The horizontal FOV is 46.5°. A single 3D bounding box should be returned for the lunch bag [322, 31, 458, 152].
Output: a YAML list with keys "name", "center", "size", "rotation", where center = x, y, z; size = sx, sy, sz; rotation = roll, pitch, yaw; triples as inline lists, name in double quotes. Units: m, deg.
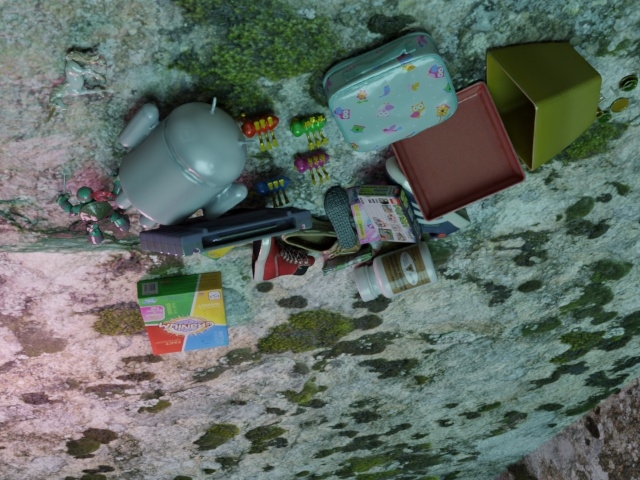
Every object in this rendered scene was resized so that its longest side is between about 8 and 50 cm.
- name: "lunch bag"
  center: [0.157, -0.333, 1.651]
  size: [0.279, 0.108, 0.224]
  rotation: [-22, 138, 11]

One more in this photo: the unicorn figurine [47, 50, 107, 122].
- name: "unicorn figurine"
  center: [-0.500, -0.323, 1.531]
  size: [0.111, 0.060, 0.162]
  rotation: [3, 124, -18]

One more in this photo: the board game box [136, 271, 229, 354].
- name: "board game box"
  center: [-0.404, 0.224, 2.235]
  size: [0.242, 0.064, 0.316]
  rotation: [-7, 142, -7]

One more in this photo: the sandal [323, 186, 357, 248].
- name: "sandal"
  center: [0.051, -0.062, 1.986]
  size: [0.067, 0.040, 0.179]
  rotation: [-16, 115, 0]

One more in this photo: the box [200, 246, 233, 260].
- name: "box"
  center: [-0.279, -0.010, 1.994]
  size: [0.105, 0.043, 0.179]
  rotation: [26, 130, -38]

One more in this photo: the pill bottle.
- name: "pill bottle"
  center: [0.220, 0.097, 2.193]
  size: [0.229, 0.131, 0.131]
  rotation: [-19, 142, 9]

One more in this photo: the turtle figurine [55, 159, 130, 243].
- name: "turtle figurine"
  center: [-0.540, -0.086, 1.773]
  size: [0.175, 0.118, 0.234]
  rotation: [-10, 148, -3]

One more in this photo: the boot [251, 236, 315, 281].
- name: "boot"
  center: [-0.098, 0.029, 2.060]
  size: [0.176, 0.088, 0.244]
  rotation: [-5, 150, -10]

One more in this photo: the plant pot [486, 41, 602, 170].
- name: "plant pot"
  center: [0.512, -0.326, 1.692]
  size: [0.187, 0.212, 0.212]
  rotation: [-23, 142, -4]

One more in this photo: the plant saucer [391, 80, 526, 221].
- name: "plant saucer"
  center: [0.323, -0.211, 1.789]
  size: [0.259, 0.258, 0.048]
  rotation: [-24, -178, 15]

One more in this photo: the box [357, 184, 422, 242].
- name: "box"
  center: [0.181, -0.066, 1.911]
  size: [0.114, 0.036, 0.207]
  rotation: [3, 148, 26]

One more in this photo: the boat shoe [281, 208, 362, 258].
- name: "boat shoe"
  center: [0.000, 0.000, 2.042]
  size: [0.285, 0.089, 0.104]
  rotation: [16, 133, -33]

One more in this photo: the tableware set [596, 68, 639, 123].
- name: "tableware set"
  center: [0.750, -0.352, 1.859]
  size: [0.154, 0.024, 0.104]
  rotation: [-35, 137, 26]

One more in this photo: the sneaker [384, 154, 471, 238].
- name: "sneaker"
  center: [0.251, -0.095, 1.962]
  size: [0.148, 0.131, 0.350]
  rotation: [-32, 136, 27]

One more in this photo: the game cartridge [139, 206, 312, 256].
- name: "game cartridge"
  center: [-0.227, -0.030, 1.781]
  size: [0.355, 0.230, 0.068]
  rotation: [-14, 107, -37]

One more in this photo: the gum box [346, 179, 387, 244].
- name: "gum box"
  center: [0.142, -0.071, 2.013]
  size: [0.107, 0.062, 0.188]
  rotation: [-14, 142, 3]

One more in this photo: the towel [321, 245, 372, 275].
- name: "towel"
  center: [0.076, 0.053, 2.137]
  size: [0.152, 0.113, 0.023]
  rotation: [-21, 102, 9]

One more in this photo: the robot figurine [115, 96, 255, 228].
- name: "robot figurine"
  center: [-0.304, -0.169, 1.647]
  size: [0.353, 0.199, 0.300]
  rotation: [-33, 119, 30]

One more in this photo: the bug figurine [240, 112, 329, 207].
- name: "bug figurine"
  center: [-0.082, -0.210, 1.770]
  size: [0.216, 0.072, 0.279]
  rotation: [-15, 138, -7]
